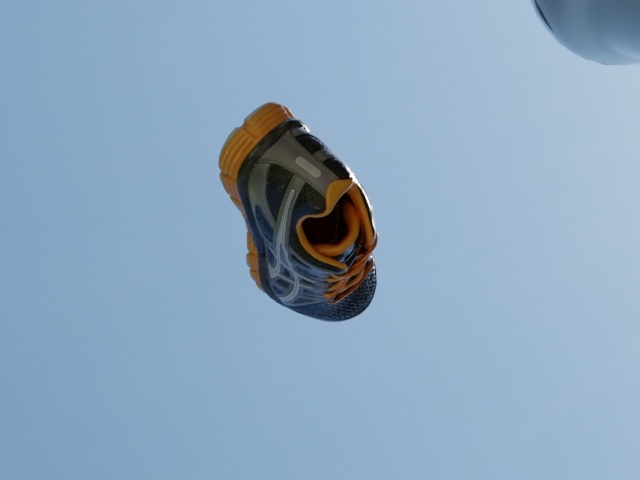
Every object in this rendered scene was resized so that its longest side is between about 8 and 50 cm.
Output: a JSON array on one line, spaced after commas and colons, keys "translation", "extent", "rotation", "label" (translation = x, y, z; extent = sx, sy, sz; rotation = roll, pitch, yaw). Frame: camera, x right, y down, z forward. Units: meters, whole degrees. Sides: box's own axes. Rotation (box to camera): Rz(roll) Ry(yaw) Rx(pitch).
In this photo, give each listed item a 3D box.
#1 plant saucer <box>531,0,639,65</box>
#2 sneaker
[{"translation": [0.249, -0.153, 0.569], "extent": [0.400, 0.400, 0.100], "rotation": [-21, -109, -38], "label": "plant saucer"}, {"translation": [0.000, 0.000, 1.269], "extent": [0.084, 0.083, 0.215], "rotation": [-49, -32, -12], "label": "sneaker"}]
